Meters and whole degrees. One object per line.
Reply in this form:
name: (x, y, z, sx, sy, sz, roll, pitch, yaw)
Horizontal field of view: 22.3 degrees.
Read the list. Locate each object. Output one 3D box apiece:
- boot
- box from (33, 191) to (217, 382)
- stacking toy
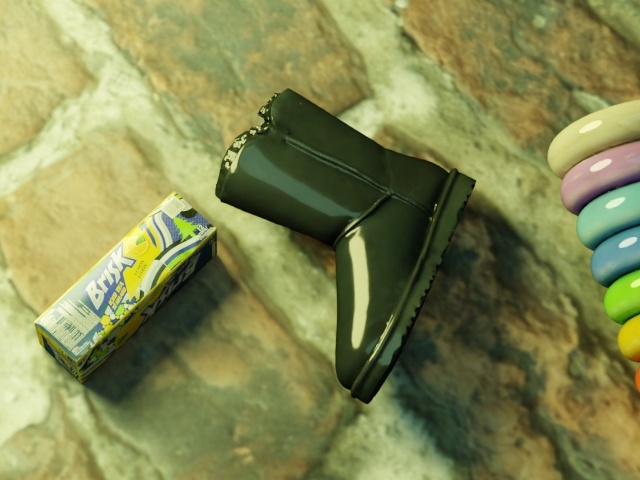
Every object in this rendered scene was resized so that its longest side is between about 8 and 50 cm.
boot: (0.000, 0.000, 1.392, 0.207, 0.094, 0.246, 23, 60, 3)
box: (-0.164, 0.039, 1.386, 0.054, 0.059, 0.169, 41, 70, 13)
stacking toy: (0.298, 0.053, 1.380, 0.141, 0.141, 0.330, -10, 74, -8)
